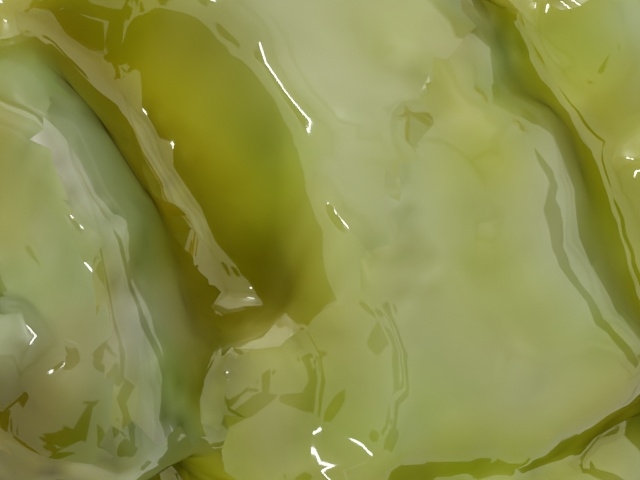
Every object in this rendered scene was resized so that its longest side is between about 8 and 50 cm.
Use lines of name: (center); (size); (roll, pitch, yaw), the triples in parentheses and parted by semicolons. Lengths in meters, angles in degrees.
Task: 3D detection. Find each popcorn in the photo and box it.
popcorn: (-0.006, 0.004, 0.434); (0.293, 0.237, 0.293); (23, 136, 24)
